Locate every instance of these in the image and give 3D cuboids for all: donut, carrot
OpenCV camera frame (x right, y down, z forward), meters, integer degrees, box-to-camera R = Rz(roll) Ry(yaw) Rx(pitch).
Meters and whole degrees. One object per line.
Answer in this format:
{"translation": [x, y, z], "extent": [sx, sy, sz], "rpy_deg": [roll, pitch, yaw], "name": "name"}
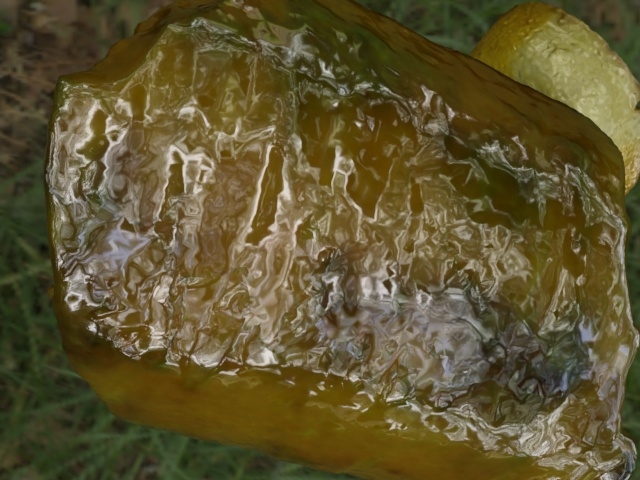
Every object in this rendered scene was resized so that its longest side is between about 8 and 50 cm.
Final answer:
{"translation": [0.171, -0.093, 1.202], "extent": [0.065, 0.162, 0.178], "rpy_deg": [-38, 134, -30], "name": "donut"}
{"translation": [0.000, 0.000, 0.805], "extent": [0.341, 0.241, 0.241], "rpy_deg": [21, 83, -18], "name": "carrot"}
